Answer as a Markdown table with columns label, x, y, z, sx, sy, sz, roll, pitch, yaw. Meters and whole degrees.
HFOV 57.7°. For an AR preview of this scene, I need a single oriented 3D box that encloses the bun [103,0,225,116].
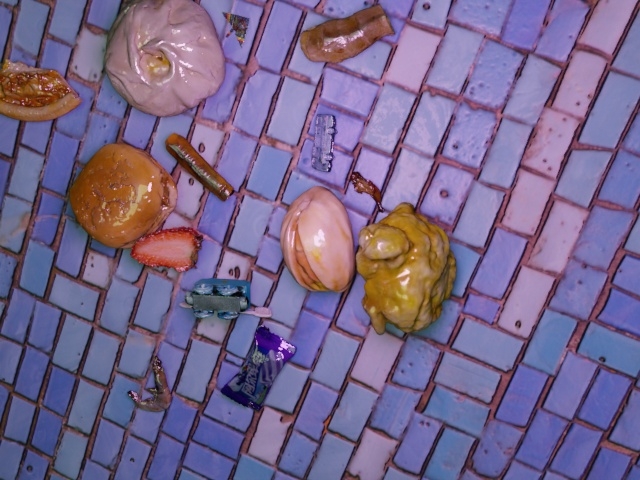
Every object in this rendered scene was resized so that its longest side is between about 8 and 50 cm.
| label | x | y | z | sx | sy | sz | roll | pitch | yaw |
| --- | --- | --- | --- | --- | --- | --- | --- | --- | --- |
| bun | -0.462 | -0.534 | 1.659 | 0.366 | 0.219 | 0.364 | 1 | 95 | 8 |

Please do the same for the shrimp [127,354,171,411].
| label | x | y | z | sx | sy | sz | roll | pitch | yaw |
| --- | --- | --- | --- | --- | --- | --- | --- | --- | --- |
| shrimp | -0.573 | 0.477 | 1.922 | 0.148 | 0.035 | 0.195 | -5 | 99 | 13 |

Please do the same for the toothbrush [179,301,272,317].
| label | x | y | z | sx | sy | sz | roll | pitch | yaw |
| --- | --- | --- | --- | --- | --- | --- | --- | --- | --- |
| toothbrush | -0.301 | 0.213 | 1.833 | 0.307 | 0.025 | 0.029 | 5 | 126 | 10 |

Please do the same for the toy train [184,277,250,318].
| label | x | y | z | sx | sy | sz | roll | pitch | yaw |
| --- | --- | --- | --- | --- | --- | --- | --- | --- | --- |
| toy train | -0.302 | 0.172 | 1.766 | 0.198 | 0.154 | 0.107 | 2 | 102 | 11 |

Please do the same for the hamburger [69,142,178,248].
| label | x | y | z | sx | sy | sz | roll | pitch | yaw |
| --- | --- | --- | --- | --- | --- | --- | --- | --- | --- |
| hamburger | -0.609 | -0.137 | 1.774 | 0.284 | 0.174 | 0.304 | 41 | 96 | 14 |

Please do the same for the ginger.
| label | x | y | z | sx | sy | sz | roll | pitch | yaw |
| --- | --- | --- | --- | --- | --- | --- | --- | --- | --- |
| ginger | 0.074 | -0.566 | 1.617 | 0.263 | 0.116 | 0.109 | -17 | 135 | 8 |

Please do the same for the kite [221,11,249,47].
| label | x | y | z | sx | sy | sz | roll | pitch | yaw |
| --- | --- | --- | --- | --- | --- | --- | --- | --- | --- |
| kite | -0.247 | -0.631 | 1.714 | 0.090 | 0.004 | 0.122 | -33 | 91 | 13 |

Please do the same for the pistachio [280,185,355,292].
| label | x | y | z | sx | sy | sz | roll | pitch | yaw |
| --- | --- | --- | --- | --- | --- | --- | --- | --- | --- |
| pistachio | 0.000 | 0.000 | 1.662 | 0.230 | 0.230 | 0.308 | -10 | 99 | 12 |

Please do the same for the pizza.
| label | x | y | z | sx | sy | sz | roll | pitch | yaw |
| --- | --- | --- | --- | --- | --- | --- | --- | --- | --- |
| pizza | -0.919 | -0.466 | 1.823 | 0.366 | 0.074 | 0.182 | 11 | 109 | 8 |

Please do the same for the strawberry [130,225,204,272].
| label | x | y | z | sx | sy | sz | roll | pitch | yaw |
| --- | --- | --- | --- | --- | --- | --- | --- | --- | --- |
| strawberry | -0.464 | 0.008 | 1.782 | 0.208 | 0.087 | 0.167 | 14 | 121 | -16 |

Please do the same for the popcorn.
| label | x | y | z | sx | sy | sz | roll | pitch | yaw |
| --- | --- | --- | --- | --- | --- | --- | --- | --- | --- |
| popcorn | 0.233 | 0.085 | 1.588 | 0.294 | 0.292 | 0.334 | -24 | 101 | 5 |

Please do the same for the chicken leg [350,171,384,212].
| label | x | y | z | sx | sy | sz | roll | pitch | yaw |
| --- | --- | --- | --- | --- | --- | --- | --- | --- | --- |
| chicken leg | 0.142 | -0.144 | 1.700 | 0.145 | 0.037 | 0.062 | 42 | 125 | 3 |

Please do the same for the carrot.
| label | x | y | z | sx | sy | sz | roll | pitch | yaw |
| --- | --- | --- | --- | --- | --- | --- | --- | --- | --- |
| carrot | -0.365 | -0.222 | 1.765 | 0.260 | 0.070 | 0.070 | 43 | 103 | 1 |

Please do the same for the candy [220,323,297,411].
| label | x | y | z | sx | sy | sz | roll | pitch | yaw |
| --- | --- | --- | --- | --- | --- | --- | --- | --- | --- |
| candy | -0.194 | 0.405 | 1.826 | 0.145 | 0.070 | 0.275 | 30 | 100 | -4 |

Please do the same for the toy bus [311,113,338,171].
| label | x | y | z | sx | sy | sz | roll | pitch | yaw |
| --- | --- | --- | --- | --- | --- | --- | --- | --- | --- |
| toy bus | 0.011 | -0.284 | 1.697 | 0.065 | 0.047 | 0.165 | 8 | 98 | 14 |
